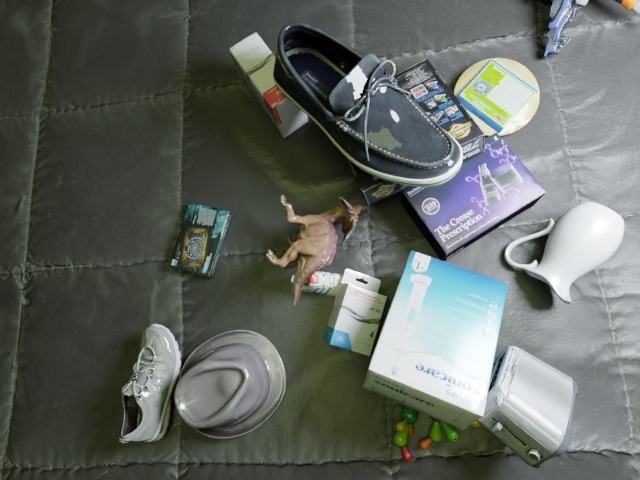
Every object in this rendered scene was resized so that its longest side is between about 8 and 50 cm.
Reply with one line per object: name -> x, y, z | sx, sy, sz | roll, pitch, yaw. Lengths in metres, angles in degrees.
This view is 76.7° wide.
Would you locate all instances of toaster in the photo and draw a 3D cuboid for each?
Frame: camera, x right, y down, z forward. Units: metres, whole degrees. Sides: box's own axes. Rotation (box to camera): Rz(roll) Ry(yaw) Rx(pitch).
toaster -> 0.414, 0.318, 0.818 | 0.146, 0.129, 0.227 | 34, 44, 16

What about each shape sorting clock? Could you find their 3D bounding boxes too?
shape sorting clock -> 0.445, -0.364, 1.029 | 0.206, 0.040, 0.206 | -1, 81, 7

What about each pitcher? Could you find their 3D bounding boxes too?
pitcher -> 0.538, 0.008, 0.900 | 0.177, 0.125, 0.207 | 40, 98, 30

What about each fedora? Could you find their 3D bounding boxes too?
fedora -> -0.230, 0.342, 0.951 | 0.275, 0.124, 0.244 | -23, 76, 5

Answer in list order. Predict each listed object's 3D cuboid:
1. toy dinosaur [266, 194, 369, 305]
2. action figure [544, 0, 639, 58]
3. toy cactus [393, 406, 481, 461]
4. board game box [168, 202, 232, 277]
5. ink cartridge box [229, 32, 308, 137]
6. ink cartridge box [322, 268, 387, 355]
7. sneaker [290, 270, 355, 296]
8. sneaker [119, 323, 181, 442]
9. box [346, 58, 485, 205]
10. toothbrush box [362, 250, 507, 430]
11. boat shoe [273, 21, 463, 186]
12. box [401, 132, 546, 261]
toy dinosaur -> 0.000, 0.000, 0.939 | 0.200, 0.127, 0.296 | 1, 56, 17
action figure -> 0.672, -0.622, 1.017 | 0.330, 0.178, 0.341 | 20, 109, 20
toy cactus -> 0.235, 0.359, 0.887 | 0.219, 0.112, 0.180 | -37, 64, 9
board game box -> -0.323, -0.002, 1.093 | 0.126, 0.026, 0.186 | 13, 80, 12
ink cartridge box -> -0.134, -0.410, 1.079 | 0.092, 0.158, 0.218 | -36, 75, -4
ink cartridge box -> 0.085, 0.165, 0.948 | 0.104, 0.060, 0.180 | 19, 81, -13
sneaker -> 0.002, 0.104, 0.987 | 0.161, 0.075, 0.057 | 3, 79, 11
sneaker -> -0.417, 0.345, 0.978 | 0.105, 0.115, 0.281 | -7, 76, 23
box -> 0.192, -0.268, 0.985 | 0.295, 0.073, 0.293 | -26, 58, 8
toothbrush box -> 0.241, 0.197, 0.844 | 0.216, 0.126, 0.296 | 18, 56, 13
boat shoe -> 0.085, -0.293, 0.864 | 0.500, 0.156, 0.187 | 42, 78, 15
box -> 0.351, -0.100, 0.959 | 0.261, 0.103, 0.184 | -33, 72, 2
